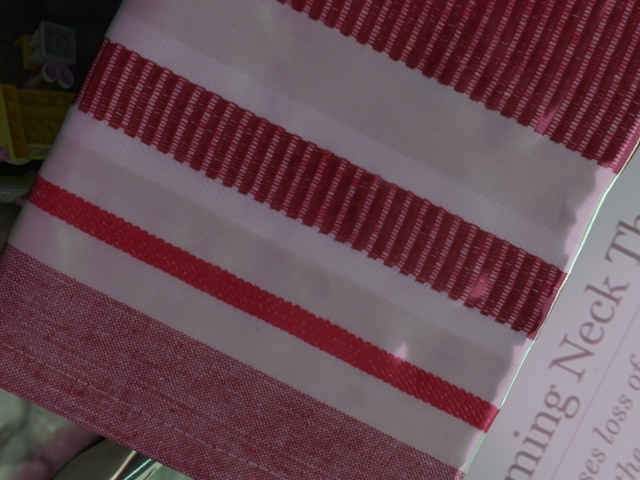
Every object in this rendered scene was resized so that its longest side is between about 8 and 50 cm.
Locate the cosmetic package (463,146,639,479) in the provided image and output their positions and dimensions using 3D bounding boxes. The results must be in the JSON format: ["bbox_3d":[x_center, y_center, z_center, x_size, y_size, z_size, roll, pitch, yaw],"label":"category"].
[{"bbox_3d":[0.107,0.013,0.929,0.394,0.327,0.329,26,92,-4],"label":"cosmetic package"}]

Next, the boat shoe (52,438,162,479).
[{"bbox_3d":[-0.136,0.157,1.083,0.137,0.049,0.043,-45,129,-22],"label":"boat shoe"}]

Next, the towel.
[{"bbox_3d":[0.009,-0.040,0.712,0.237,0.037,0.329,27,94,-4],"label":"towel"}]

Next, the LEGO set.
[{"bbox_3d":[-0.218,-0.094,0.926,0.287,0.107,0.132,26,55,-35],"label":"LEGO set"}]
